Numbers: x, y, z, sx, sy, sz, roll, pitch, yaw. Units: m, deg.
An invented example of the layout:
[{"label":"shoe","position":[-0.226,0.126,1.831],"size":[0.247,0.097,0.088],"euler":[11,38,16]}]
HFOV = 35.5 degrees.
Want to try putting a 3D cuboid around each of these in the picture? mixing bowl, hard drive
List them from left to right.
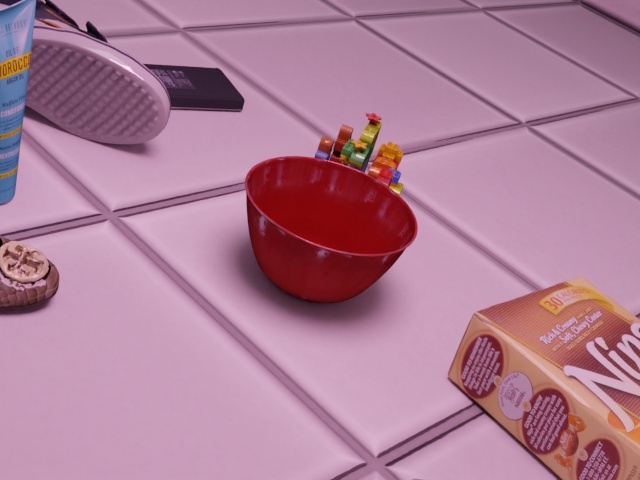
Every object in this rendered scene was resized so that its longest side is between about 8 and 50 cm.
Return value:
[{"label":"hard drive","position":[-0.180,-0.206,1.339],"size":[0.135,0.022,0.094],"euler":[-3,36,-31]},{"label":"mixing bowl","position":[0.000,0.000,1.030],"size":[0.181,0.098,0.181],"euler":[13,32,-8]}]

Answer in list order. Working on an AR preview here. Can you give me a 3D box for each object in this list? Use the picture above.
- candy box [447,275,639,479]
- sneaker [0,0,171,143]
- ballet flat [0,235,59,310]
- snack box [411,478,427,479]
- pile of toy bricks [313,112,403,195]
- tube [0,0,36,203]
[{"label":"candy box","position":[0.295,0.170,0.927],"size":[0.183,0.087,0.316],"euler":[-12,43,-41]},{"label":"sneaker","position":[-0.316,-0.217,1.181],"size":[0.321,0.126,0.127],"euler":[18,36,3]},{"label":"ballet flat","position":[-0.352,0.002,0.875],"size":[0.250,0.058,0.084],"euler":[15,31,-5]},{"label":"snack box","position":[0.165,0.219,0.807],"size":[0.178,0.022,0.064],"euler":[13,-12,-9]},{"label":"pile of toy bricks","position":[0.051,-0.102,1.215],"size":[0.118,0.105,0.212],"euler":[21,30,4]},{"label":"tube","position":[-0.313,-0.133,0.968],"size":[0.052,0.207,0.080],"euler":[22,32,8]}]
